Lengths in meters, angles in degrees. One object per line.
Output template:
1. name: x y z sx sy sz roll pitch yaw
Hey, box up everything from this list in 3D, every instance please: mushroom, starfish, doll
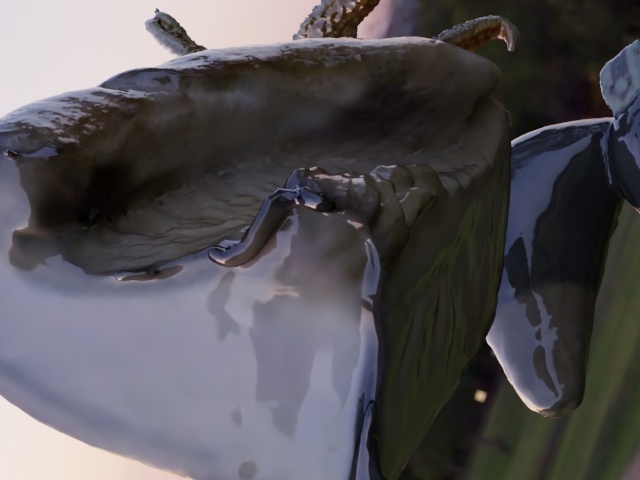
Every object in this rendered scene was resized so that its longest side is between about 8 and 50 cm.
1. mushroom: -0.032 -0.012 1.276 0.397 0.314 0.224 -45 -41 -58
2. starfish: 0.001 -0.156 1.764 0.375 0.327 0.094 129 147 -64
3. doll: 0.313 0.041 1.583 0.379 0.252 0.382 -35 50 37
